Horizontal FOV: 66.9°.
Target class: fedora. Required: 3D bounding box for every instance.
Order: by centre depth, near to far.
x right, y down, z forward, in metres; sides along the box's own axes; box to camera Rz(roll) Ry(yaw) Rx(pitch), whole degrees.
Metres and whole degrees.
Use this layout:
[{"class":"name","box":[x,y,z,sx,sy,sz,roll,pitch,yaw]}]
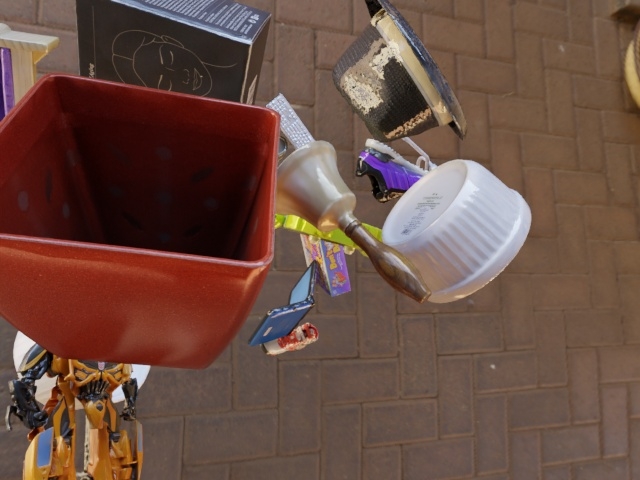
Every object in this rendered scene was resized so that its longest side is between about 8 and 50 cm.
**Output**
[{"class":"fedora","box":[0.124,-0.281,0.886,0.152,0.334,0.334,-34,97,16]}]

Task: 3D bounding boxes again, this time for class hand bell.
[{"class":"hand bell","box":[0.051,-0.010,0.629,0.126,0.126,0.242,-39,66,-14]}]

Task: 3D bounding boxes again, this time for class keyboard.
[{"class":"keyboard","box":[-0.060,-0.302,1.415,0.072,0.014,0.256,-46,111,-26]}]

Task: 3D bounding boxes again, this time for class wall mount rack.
[{"class":"wall mount rack","box":[0.339,-0.170,1.494,0.130,0.350,0.304,-18,135,-11]}]

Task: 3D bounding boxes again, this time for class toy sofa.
[{"class":"toy sofa","box":[-0.628,-0.238,0.981,0.177,0.150,0.363,3,116,-20]}]

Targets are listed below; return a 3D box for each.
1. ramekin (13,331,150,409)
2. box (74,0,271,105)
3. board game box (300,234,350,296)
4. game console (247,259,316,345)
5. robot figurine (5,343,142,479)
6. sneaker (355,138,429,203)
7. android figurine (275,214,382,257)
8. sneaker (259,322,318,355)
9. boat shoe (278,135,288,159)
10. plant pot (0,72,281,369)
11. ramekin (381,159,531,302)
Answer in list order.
[{"class":"ramekin","box":[-0.524,0.238,1.077,0.135,0.277,0.277,-24,94,19]},{"class":"box","box":[-0.443,-0.491,1.481,0.471,0.480,0.297,16,40,-6]},{"class":"board game box","box":[0.000,0.000,1.752,0.078,0.233,0.347,-17,108,-17]},{"class":"game console","box":[-0.138,0.225,1.736,0.250,0.293,0.173,-11,63,-31]},{"class":"robot figurine","box":[-0.350,0.281,0.726,0.211,0.085,0.291,23,52,-55]},{"class":"sneaker","box":[0.225,-0.164,1.428,0.293,0.102,0.146,29,90,-15]},{"class":"android figurine","box":[0.011,-0.017,0.866,0.248,0.273,0.056,17,91,-15]},{"class":"sneaker","box":[-0.113,0.375,1.883,0.145,0.270,0.090,-33,67,20]},{"class":"boat shoe","box":[-0.196,-0.252,1.318,0.305,0.091,0.109,-16,84,-45]},{"class":"plant pot","box":[-0.197,0.000,0.544,0.267,0.236,0.267,8,42,-9]},{"class":"ramekin","box":[0.186,-0.022,0.710,0.109,0.207,0.207,41,78,-17]}]
